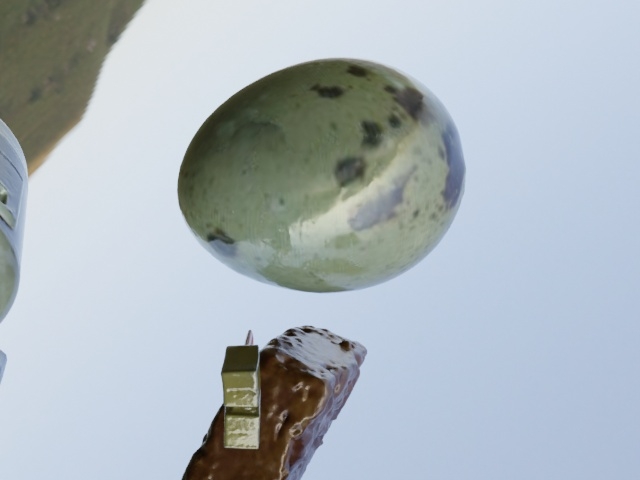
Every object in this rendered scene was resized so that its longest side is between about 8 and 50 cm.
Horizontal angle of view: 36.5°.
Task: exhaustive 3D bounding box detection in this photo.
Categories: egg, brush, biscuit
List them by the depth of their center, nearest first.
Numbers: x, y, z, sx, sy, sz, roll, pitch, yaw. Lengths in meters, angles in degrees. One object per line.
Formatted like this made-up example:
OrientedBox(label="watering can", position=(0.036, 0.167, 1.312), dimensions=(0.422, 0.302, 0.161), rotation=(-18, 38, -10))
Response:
OrientedBox(label="brush", position=(-0.102, 0.178, 1.282), dimensions=(0.047, 0.103, 0.233), rotation=(0, -166, -3))
OrientedBox(label="egg", position=(0.004, -0.089, 1.419), dimensions=(0.428, 0.345, 0.345), rotation=(-17, -161, -16))
OrientedBox(label="biscuit", position=(-0.088, 0.333, 1.616), dimensions=(0.395, 0.166, 0.342), rotation=(-62, 173, 9))

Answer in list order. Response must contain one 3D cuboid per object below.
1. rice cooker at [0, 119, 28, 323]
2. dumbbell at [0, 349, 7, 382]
OrientedBox(label="rice cooker", position=(-0.563, -0.033, 1.342), dimensions=(0.335, 0.335, 0.325), rotation=(-34, -142, 15))
OrientedBox(label="dumbbell", position=(-0.611, 0.314, 1.547), dimensions=(0.160, 0.144, 0.324), rotation=(-132, -120, -77))
